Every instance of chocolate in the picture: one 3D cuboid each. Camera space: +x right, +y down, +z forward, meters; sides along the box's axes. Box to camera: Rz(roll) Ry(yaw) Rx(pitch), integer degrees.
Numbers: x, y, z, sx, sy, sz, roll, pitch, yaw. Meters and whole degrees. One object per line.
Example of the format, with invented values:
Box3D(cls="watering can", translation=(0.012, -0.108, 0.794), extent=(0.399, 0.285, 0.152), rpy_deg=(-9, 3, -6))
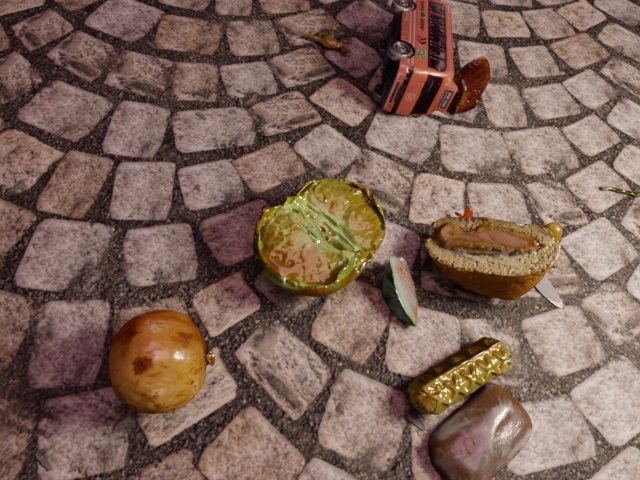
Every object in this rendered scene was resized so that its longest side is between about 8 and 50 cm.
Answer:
Box3D(cls="chocolate", translation=(0.361, 0.430, 1.142), extent=(0.254, 0.080, 0.157), rpy_deg=(-33, 69, -24))

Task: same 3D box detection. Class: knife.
Box3D(cls="knife", translation=(0.585, 0.076, 1.419), extent=(0.058, 0.032, 0.244), rpy_deg=(-11, 66, -16))

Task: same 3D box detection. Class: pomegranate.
Box3D(cls="pomegranate", translation=(-0.328, 0.247, 1.083), extent=(0.215, 0.215, 0.215), rpy_deg=(3, 59, -6))

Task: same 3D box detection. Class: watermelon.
Box3D(cls="watermelon", translation=(0.204, 0.131, 1.311), extent=(0.094, 0.081, 0.180), rpy_deg=(2, 74, -25))

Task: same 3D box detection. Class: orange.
Box3D(cls="orange", translation=(0.002, 0.006, 1.284), extent=(0.263, 0.196, 0.334), rpy_deg=(28, 54, 26))

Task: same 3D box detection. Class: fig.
Box3D(cls="fig", translation=(0.658, -0.010, 1.469), extent=(0.050, 0.050, 0.083), rpy_deg=(10, 79, -2))

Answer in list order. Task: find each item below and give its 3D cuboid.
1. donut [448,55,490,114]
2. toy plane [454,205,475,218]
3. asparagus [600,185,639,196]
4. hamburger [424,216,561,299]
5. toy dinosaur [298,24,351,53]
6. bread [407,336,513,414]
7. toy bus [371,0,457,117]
Box3D(cls="donut", translation=(0.494, -0.513, 1.704), extent=(0.187, 0.126, 0.144), rpy_deg=(-21, 71, -18))
Box3D(cls="toy plane", translation=(0.460, -0.028, 1.434), extent=(0.189, 0.061, 0.130), rpy_deg=(30, 20, -2))
Box3D(cls="asparagus", translation=(0.926, -0.152, 1.602), extent=(0.127, 0.015, 0.018), rpy_deg=(11, 57, -1))
Box3D(cls="hamburger", translation=(0.445, 0.058, 1.314), extent=(0.330, 0.209, 0.162), rpy_deg=(5, 61, 38))
Box3D(cls="toy dinosaur", translation=(0.016, -0.682, 1.785), extent=(0.162, 0.039, 0.126), rpy_deg=(-11, 63, -12))
Box3D(cls="bread", translation=(0.320, 0.315, 1.202), extent=(0.270, 0.087, 0.098), rpy_deg=(-24, 66, -20))
Box3D(cls="toy bus", translation=(0.310, -0.602, 1.684), extent=(0.233, 0.203, 0.426), rpy_deg=(12, 56, -6))
